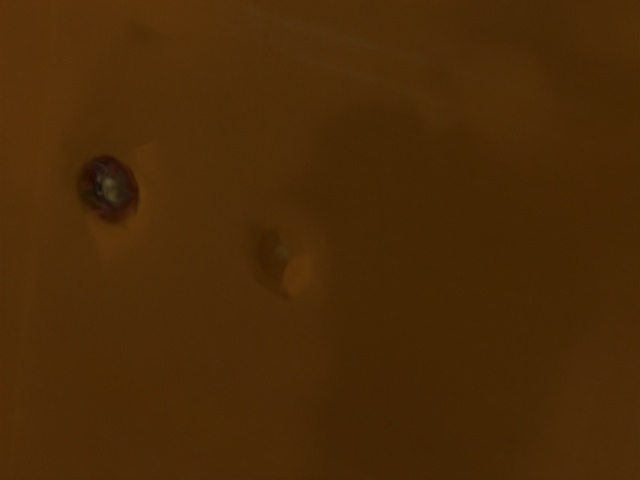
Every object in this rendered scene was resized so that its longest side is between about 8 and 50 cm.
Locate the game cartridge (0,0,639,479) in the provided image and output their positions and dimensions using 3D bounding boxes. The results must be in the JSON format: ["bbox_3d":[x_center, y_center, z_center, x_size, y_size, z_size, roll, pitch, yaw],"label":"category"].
[{"bbox_3d":[0.000,0.000,0.638,0.324,0.053,0.285,20,-67,25],"label":"game cartridge"}]
